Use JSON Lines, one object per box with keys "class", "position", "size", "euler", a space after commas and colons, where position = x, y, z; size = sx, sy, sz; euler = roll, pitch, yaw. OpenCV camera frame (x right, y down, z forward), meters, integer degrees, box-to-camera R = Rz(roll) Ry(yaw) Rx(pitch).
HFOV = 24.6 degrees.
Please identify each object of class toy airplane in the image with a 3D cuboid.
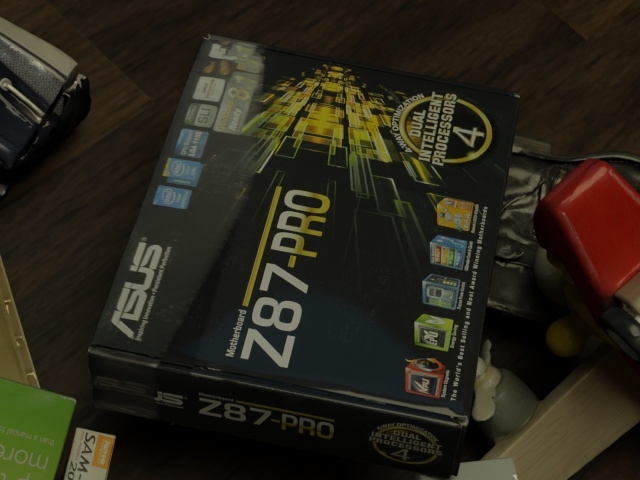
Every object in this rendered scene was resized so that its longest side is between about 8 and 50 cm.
{"class": "toy airplane", "position": [0.317, 0.079, 1.407], "size": [0.386, 0.385, 0.272], "euler": [-6, 31, -32]}

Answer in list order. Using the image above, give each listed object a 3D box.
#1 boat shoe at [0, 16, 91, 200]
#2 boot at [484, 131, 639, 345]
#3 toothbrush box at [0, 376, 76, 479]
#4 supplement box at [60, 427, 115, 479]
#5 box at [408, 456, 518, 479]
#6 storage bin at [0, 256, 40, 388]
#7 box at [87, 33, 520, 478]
{"class": "boat shoe", "position": [-0.403, -0.172, 1.426], "size": [0.340, 0.127, 0.158], "euler": [26, 47, -1]}
{"class": "boot", "position": [0.262, 0.012, 1.564], "size": [0.262, 0.091, 0.229], "euler": [11, 61, -6]}
{"class": "toothbrush box", "position": [-0.330, 0.224, 1.093], "size": [0.206, 0.122, 0.283], "euler": [20, 80, -25]}
{"class": "supplement box", "position": [-0.206, 0.211, 1.263], "size": [0.036, 0.098, 0.062], "euler": [14, 55, -9]}
{"class": "box", "position": [0.116, 0.284, 1.275], "size": [0.091, 0.170, 0.130], "euler": [-4, 59, -19]}
{"class": "storage bin", "position": [-0.399, 0.094, 1.263], "size": [0.262, 0.123, 0.260], "euler": [-11, 62, -23]}
{"class": "box", "position": [0.000, 0.000, 1.320], "size": [0.318, 0.097, 0.395], "euler": [10, 51, 6]}
